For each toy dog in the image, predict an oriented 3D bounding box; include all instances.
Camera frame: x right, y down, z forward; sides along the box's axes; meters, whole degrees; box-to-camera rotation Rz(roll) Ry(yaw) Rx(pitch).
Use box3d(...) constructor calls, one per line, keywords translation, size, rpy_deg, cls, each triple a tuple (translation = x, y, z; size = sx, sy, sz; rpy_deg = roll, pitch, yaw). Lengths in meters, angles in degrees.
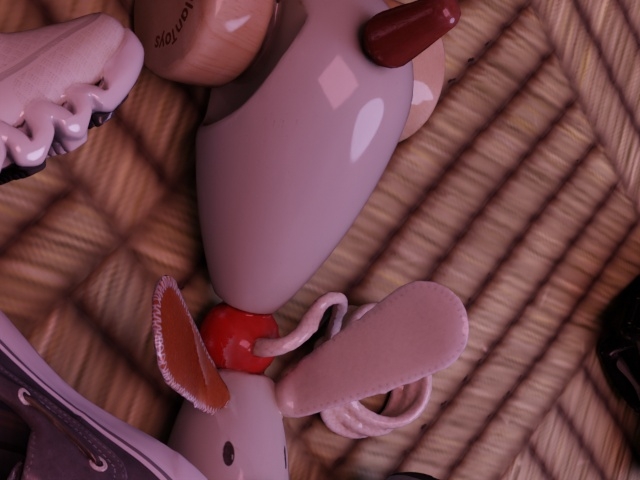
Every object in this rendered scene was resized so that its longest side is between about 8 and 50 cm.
box3d(translation=(0.000, 0.000, 0.448), size=(0.220, 0.161, 0.333), rpy_deg=(-17, 104, -32), cls="toy dog")

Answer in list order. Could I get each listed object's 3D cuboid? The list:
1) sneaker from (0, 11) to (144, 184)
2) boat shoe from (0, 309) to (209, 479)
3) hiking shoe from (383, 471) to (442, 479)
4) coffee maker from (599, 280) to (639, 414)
box3d(translation=(-0.204, -0.046, 0.342), size=(0.292, 0.110, 0.118), rpy_deg=(-29, 101, -30), cls="sneaker")
box3d(translation=(-0.124, 0.096, 0.371), size=(0.080, 0.076, 0.228), rpy_deg=(-40, 94, 19), cls="boat shoe")
box3d(translation=(0.036, 0.297, 0.531), size=(0.132, 0.113, 0.303), rpy_deg=(-10, 94, -41), cls="hiking shoe")
box3d(translation=(0.324, 0.108, 0.710), size=(0.171, 0.120, 0.178), rpy_deg=(-31, 112, -29), cls="coffee maker")
